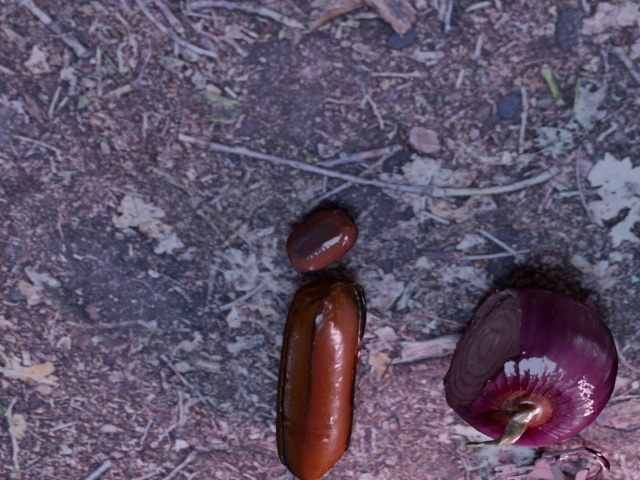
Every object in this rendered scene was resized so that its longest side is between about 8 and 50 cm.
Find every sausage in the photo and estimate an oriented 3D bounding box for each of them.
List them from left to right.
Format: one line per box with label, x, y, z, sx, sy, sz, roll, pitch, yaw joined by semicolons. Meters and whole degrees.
sausage;-0.007;0.173;2.041;0.102;0.102;0.330;6;130;-1
sausage;0.000;0.000;1.922;0.094;0.054;0.059;-32;81;24

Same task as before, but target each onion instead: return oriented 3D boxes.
onion;0.263;0.155;1.966;0.200;0.200;0.207;18;107;-10

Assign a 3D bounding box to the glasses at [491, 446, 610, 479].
glasses;0.334;0.374;2.187;0.162;0.095;0.255;-22;123;30
